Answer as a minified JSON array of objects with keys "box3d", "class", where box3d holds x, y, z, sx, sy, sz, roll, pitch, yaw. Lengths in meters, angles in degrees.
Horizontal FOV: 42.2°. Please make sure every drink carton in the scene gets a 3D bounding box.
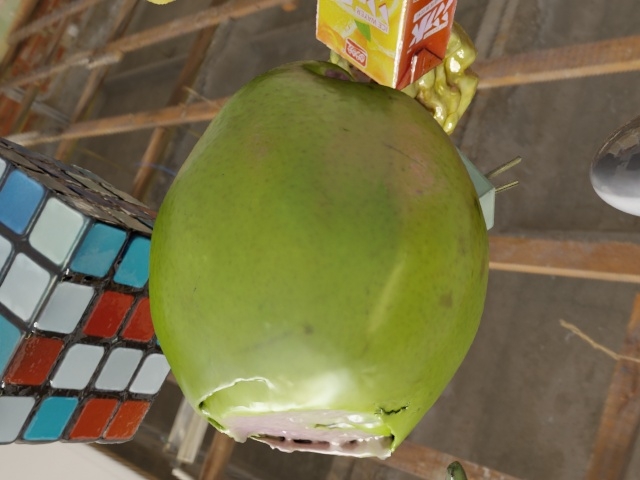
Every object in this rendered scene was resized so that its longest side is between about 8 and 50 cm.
[{"box3d":[0.055,-0.226,0.607,0.071,0.223,0.096,-36,-117,-27],"class":"drink carton"}]

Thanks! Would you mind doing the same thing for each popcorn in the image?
[{"box3d":[0.090,-0.169,1.006,0.225,0.201,0.203,-16,-162,4],"class":"popcorn"}]

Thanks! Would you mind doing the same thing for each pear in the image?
[{"box3d":[0.000,0.000,0.460,0.187,0.187,0.220,-15,-122,45],"class":"pear"}]

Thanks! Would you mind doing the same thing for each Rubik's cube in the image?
[{"box3d":[-0.189,0.033,0.562,0.154,0.151,0.155,29,-87,28],"class":"Rubik's cube"}]

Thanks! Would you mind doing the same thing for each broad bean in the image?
[{"box3d":[0.199,0.411,1.224,0.043,0.298,0.060,6,-131,14],"class":"broad bean"}]

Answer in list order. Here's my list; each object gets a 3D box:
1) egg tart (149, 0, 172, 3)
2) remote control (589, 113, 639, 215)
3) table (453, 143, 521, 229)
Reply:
[{"box3d":[-0.233,-0.522,1.301,0.318,0.128,0.319,10,-76,43],"class":"egg tart"},{"box3d":[0.409,-0.099,0.740,0.331,0.104,0.221,-19,-166,9],"class":"remote control"},{"box3d":[0.199,-0.139,1.265,0.111,0.122,0.240,-35,-116,-8],"class":"table"}]
